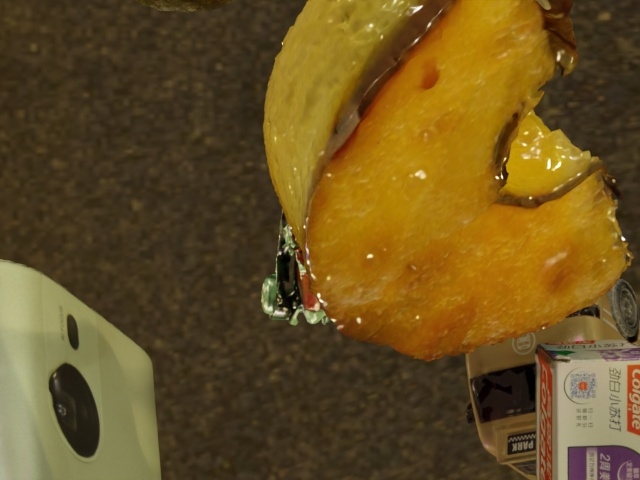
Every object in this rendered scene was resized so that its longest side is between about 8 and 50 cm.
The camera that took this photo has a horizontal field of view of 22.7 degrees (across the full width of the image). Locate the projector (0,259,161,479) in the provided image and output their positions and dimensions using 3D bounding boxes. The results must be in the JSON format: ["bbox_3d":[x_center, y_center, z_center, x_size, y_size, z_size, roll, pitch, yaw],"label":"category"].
[{"bbox_3d":[-0.244,0.186,1.020,0.248,0.248,0.249,-16,61,15],"label":"projector"}]

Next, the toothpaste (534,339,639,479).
[{"bbox_3d":[0.116,0.141,0.668,0.047,0.040,0.196,-2,98,-4],"label":"toothpaste"}]

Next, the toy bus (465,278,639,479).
[{"bbox_3d":[0.242,0.151,1.356,0.139,0.289,0.157,-15,56,31],"label":"toy bus"}]

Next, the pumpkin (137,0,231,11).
[{"bbox_3d":[-0.115,-0.298,1.399,0.219,0.162,0.219,-3,66,6],"label":"pumpkin"}]

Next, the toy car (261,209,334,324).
[{"bbox_3d":[0.000,0.000,1.149,0.054,0.073,0.143,-106,22,-61],"label":"toy car"}]

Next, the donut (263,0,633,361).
[{"bbox_3d":[0.045,-0.035,0.717,0.152,0.259,0.101,-34,55,-6],"label":"donut"}]
